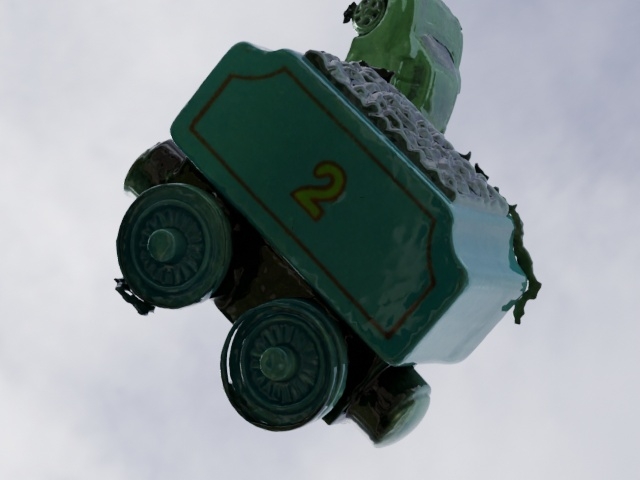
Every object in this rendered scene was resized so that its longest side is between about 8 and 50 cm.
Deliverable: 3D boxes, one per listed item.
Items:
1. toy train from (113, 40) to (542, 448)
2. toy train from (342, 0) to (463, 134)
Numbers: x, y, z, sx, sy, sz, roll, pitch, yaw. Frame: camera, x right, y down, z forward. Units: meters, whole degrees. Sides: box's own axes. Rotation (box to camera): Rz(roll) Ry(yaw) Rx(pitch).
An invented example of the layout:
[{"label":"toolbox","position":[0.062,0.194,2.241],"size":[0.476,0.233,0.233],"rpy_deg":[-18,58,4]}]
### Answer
[{"label":"toy train","position":[0.000,0.000,0.955],"size":[0.203,0.112,0.163],"rpy_deg":[45,-73,19]},{"label":"toy train","position":[0.053,-0.092,1.232],"size":[0.081,0.099,0.149],"rpy_deg":[16,-100,41]}]
